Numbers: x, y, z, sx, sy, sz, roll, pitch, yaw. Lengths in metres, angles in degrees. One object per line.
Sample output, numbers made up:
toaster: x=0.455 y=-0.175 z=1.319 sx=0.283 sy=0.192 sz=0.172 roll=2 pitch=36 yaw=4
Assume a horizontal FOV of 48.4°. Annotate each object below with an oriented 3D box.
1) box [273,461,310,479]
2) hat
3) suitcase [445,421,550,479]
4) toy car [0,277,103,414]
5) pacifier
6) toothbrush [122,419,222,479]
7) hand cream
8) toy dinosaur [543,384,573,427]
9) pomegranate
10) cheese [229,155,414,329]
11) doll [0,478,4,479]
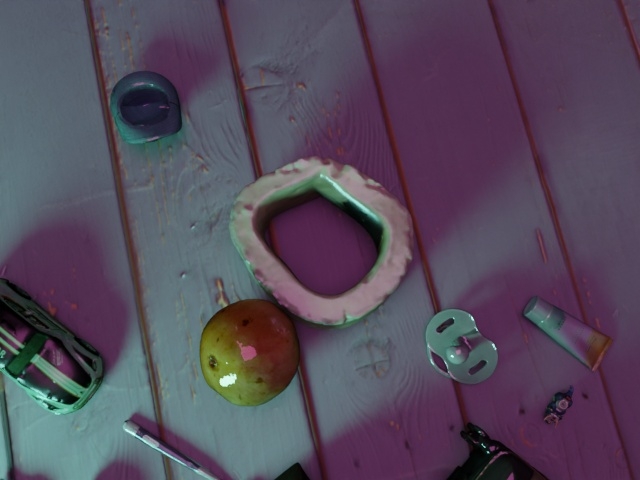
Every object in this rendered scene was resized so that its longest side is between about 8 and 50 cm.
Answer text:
box: x=-0.100 y=0.533 z=1.206 sx=0.273 sy=0.184 sz=0.143 roll=-38 pitch=90 yaw=-6
hat: x=-0.349 y=-0.251 z=1.437 sx=0.138 sy=0.078 sz=0.191 roll=-12 pitch=60 yaw=-10
suitcase: x=0.355 y=0.547 z=1.207 sx=0.434 sy=0.194 sz=0.283 roll=42 pitch=82 yaw=7
toy car: x=-0.549 y=0.194 z=1.319 sx=0.306 sy=0.125 sz=0.136 roll=37 pitch=81 yaw=9
pacifier: x=0.252 y=0.204 z=1.319 sx=0.126 sy=0.116 sz=0.150 roll=-33 pitch=83 yaw=20
toothbrush: x=-0.246 y=0.414 z=1.321 sx=0.288 sy=0.026 sz=0.024 roll=30 pitch=72 yaw=7
hand cream: x=0.473 y=0.172 z=1.361 sx=0.174 sy=0.047 sz=0.076 roll=35 pitch=79 yaw=-2
toy dinosaur: x=0.447 y=0.308 z=1.327 sx=0.030 sy=0.047 sz=0.083 roll=35 pitch=82 yaw=9
pomegranate: x=-0.123 y=0.200 z=1.283 sx=0.191 sy=0.191 sz=0.191 roll=0 pitch=78 yaw=0
cheese: x=0.002 y=-0.001 z=1.342 sx=0.332 sy=0.153 sz=0.292 roll=40 pitch=81 yaw=6
doll: x=-0.544 y=0.502 z=1.293 sx=0.135 sy=0.071 sz=0.113 roll=14 pitch=60 yaw=-3
